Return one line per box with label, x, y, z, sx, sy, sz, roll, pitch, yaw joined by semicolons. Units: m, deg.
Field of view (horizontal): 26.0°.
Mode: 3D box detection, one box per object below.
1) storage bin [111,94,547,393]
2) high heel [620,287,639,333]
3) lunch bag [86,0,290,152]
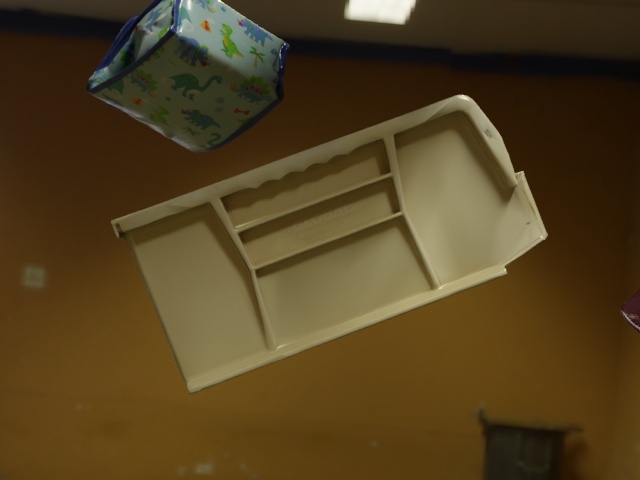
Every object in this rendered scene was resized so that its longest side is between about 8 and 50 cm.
storage bin;0.000;0.000;1.002;0.260;0.123;0.262;-21;0;-5
high heel;0.327;0.150;1.155;0.181;0.377;0.127;-29;-67;34
lunch bag;-0.122;-0.149;1.262;0.129;0.096;0.151;31;-46;-26
